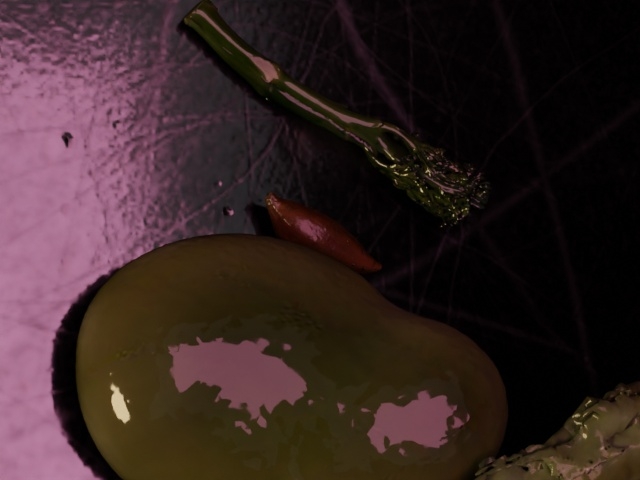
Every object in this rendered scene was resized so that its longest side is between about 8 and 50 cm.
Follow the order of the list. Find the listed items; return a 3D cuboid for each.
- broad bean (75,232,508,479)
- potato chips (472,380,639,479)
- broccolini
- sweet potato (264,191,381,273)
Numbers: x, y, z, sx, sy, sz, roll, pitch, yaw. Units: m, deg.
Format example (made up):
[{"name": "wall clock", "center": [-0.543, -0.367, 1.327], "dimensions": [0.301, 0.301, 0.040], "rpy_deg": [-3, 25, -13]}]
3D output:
[{"name": "broad bean", "center": [-0.022, 0.098, 0.758], "dimensions": [0.263, 0.121, 0.189], "rpy_deg": [19, 80, -5]}, {"name": "potato chips", "center": [0.175, 0.270, 0.777], "dimensions": [0.429, 0.070, 0.358], "rpy_deg": [-28, 116, -16]}, {"name": "broccolini", "center": [0.011, -0.087, 0.831], "dimensions": [0.239, 0.051, 0.054], "rpy_deg": [33, 77, -9]}, {"name": "sweet potato", "center": [0.000, 0.000, 0.814], "dimensions": [0.095, 0.034, 0.034], "rpy_deg": [32, 71, -16]}]
